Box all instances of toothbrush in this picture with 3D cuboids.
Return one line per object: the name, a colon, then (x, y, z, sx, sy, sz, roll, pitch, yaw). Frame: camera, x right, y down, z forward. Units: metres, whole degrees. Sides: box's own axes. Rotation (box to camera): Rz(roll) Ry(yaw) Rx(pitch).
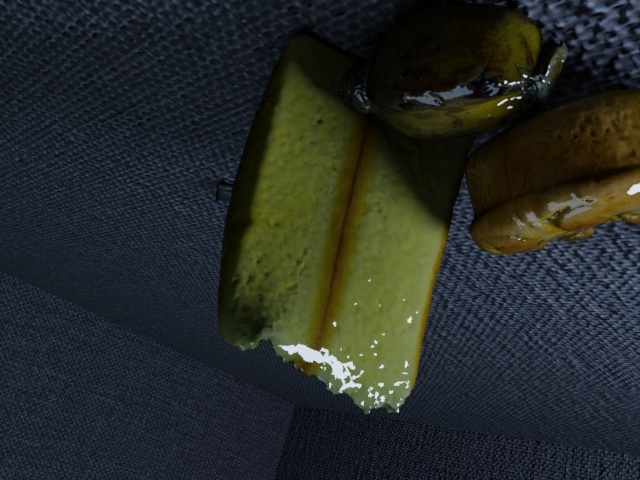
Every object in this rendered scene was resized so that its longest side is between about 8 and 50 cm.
toothbrush: (-0.034, -0.052, 1.006, 0.297, 0.031, 0.030, 12, -177, 9)

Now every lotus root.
lotus root: (0.114, -0.152, 0.562, 0.209, 0.120, 0.120, 1, 152, 26)

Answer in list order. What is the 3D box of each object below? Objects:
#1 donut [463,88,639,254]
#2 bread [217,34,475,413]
donut: (0.249, -0.059, 0.586, 0.226, 0.114, 0.226, -12, 172, -2)
bread: (0.000, 0.000, 0.673, 0.233, 0.362, 0.245, 22, 154, -12)
